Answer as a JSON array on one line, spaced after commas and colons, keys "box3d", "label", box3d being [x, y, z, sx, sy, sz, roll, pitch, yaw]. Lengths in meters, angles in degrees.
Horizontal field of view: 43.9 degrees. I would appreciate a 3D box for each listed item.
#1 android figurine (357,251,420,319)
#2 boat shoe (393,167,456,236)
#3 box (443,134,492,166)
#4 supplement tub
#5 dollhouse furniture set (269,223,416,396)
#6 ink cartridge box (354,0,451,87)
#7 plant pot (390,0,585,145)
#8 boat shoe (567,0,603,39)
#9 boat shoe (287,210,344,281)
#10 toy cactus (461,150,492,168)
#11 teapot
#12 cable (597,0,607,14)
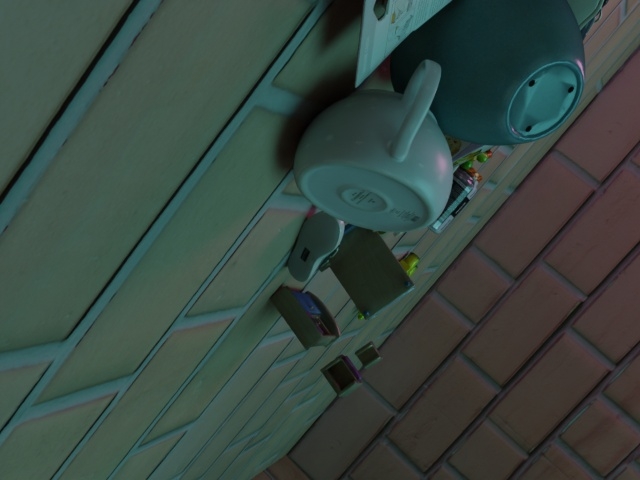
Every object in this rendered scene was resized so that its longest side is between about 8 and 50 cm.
[{"box3d": [0.221, 0.158, 2.626, 0.273, 0.056, 0.248, -45, 166, -11], "label": "android figurine"}, {"box3d": [0.235, -0.139, 1.823, 0.305, 0.091, 0.109, -55, 176, 30], "label": "boat shoe"}, {"box3d": [0.221, -0.160, 1.503, 0.063, 0.067, 0.324, -16, 173, -39], "label": "box"}, {"box3d": [0.327, -0.121, 2.079, 0.190, 0.117, 0.117, -48, 166, 5], "label": "supplement tub"}, {"box3d": [0.098, 0.133, 1.743, 0.303, 0.286, 0.198, -38, 167, 8], "label": "dollhouse furniture set"}, {"box3d": [0.116, -0.358, 0.946, 0.261, 0.066, 0.296, -43, 164, -18], "label": "ink cartridge box"}, {"box3d": [0.278, -0.254, 1.189, 0.290, 0.195, 0.290, -17, 136, -18], "label": "plant pot"}, {"box3d": [0.488, -0.431, 1.530, 0.079, 0.095, 0.254, -51, 158, -42], "label": "boat shoe"}, {"box3d": [0.000, 0.000, 1.549, 0.070, 0.077, 0.219, -36, 170, -36], "label": "boat shoe"}, {"box3d": [0.360, -0.259, 1.902, 0.219, 0.112, 0.180, -29, 138, -46], "label": "toy cactus"}, {"box3d": [0.091, -0.141, 1.183, 0.252, 0.256, 0.187, 44, 57, -50], "label": "teapot"}, {"box3d": [0.738, -0.639, 2.046, 0.184, 0.047, 0.150, -48, 166, -2], "label": "cable"}]
